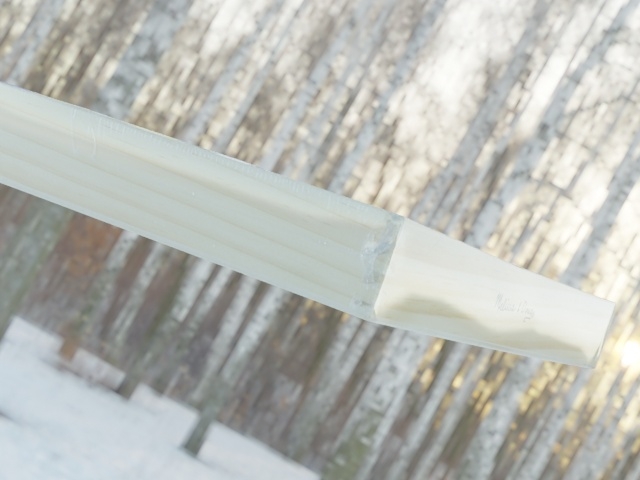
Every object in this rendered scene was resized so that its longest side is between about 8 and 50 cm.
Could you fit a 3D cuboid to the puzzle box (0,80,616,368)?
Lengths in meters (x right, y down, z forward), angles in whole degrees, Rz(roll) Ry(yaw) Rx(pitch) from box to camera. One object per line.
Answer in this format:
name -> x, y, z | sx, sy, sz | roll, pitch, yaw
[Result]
puzzle box -> 0.000, 0.000, 0.840 | 0.272, 0.052, 0.409 | 19, 0, 26
